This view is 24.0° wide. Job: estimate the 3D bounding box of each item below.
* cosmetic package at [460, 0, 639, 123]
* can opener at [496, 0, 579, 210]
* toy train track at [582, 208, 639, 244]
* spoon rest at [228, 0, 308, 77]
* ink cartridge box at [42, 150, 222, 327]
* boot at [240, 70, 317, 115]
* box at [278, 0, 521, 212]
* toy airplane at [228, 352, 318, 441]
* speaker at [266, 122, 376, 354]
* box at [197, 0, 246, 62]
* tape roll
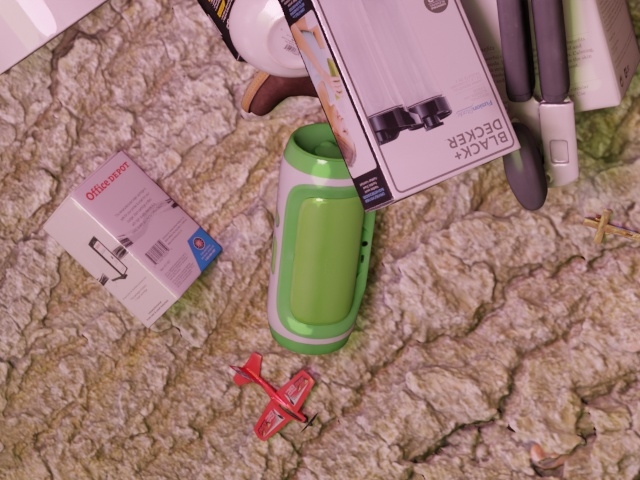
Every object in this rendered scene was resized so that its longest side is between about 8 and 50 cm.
[{"bbox_3d":[0.219,-0.327,1.702,0.197,0.155,0.365,-7,113,26],"label":"cosmetic package"},{"bbox_3d":[0.232,-0.165,1.637,0.076,0.095,0.283,2,126,19],"label":"can opener"},{"bbox_3d":[0.372,-0.014,1.897,0.083,0.014,0.048,17,115,6],"label":"toy train track"},{"bbox_3d":[0.024,-0.215,1.714,0.276,0.084,0.137,27,118,-22],"label":"spoon rest"},{"bbox_3d":[-0.257,-0.004,2.074,0.203,0.148,0.086,44,126,-4],"label":"ink cartridge box"},{"bbox_3d":[0.037,-0.184,1.891,0.207,0.090,0.248,46,120,-4],"label":"boot"},{"bbox_3d":[0.078,-0.195,1.614,0.290,0.169,0.087,69,158,-1],"label":"box"},{"bbox_3d":[-0.071,0.224,2.195,0.151,0.028,0.151,9,118,17],"label":"toy airplane"},{"bbox_3d":[0.000,0.000,1.987,0.131,0.131,0.296,15,121,14],"label":"speaker"},{"bbox_3d":[-0.062,-0.403,1.735,0.257,0.079,0.322,59,135,40],"label":"box"},{"bbox_3d":[-0.368,-0.331,1.884,0.246,0.246,0.169,-27,104,31],"label":"tape roll"}]
